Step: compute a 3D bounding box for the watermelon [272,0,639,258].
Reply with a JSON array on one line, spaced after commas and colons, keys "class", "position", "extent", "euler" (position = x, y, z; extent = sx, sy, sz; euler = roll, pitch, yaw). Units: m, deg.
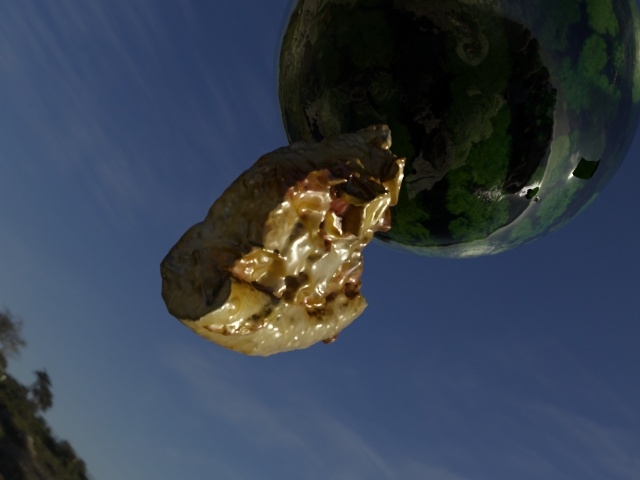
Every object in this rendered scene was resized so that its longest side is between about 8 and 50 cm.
[{"class": "watermelon", "position": [0.106, -0.124, 0.603], "extent": [0.285, 0.285, 0.285], "euler": [37, -29, 25]}]

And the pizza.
[{"class": "pizza", "position": [0.000, 0.000, 0.462], "extent": [0.063, 0.161, 0.182], "euler": [29, -5, 28]}]
